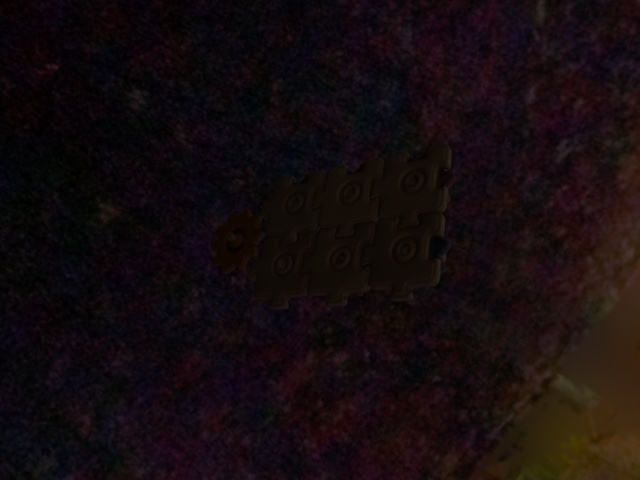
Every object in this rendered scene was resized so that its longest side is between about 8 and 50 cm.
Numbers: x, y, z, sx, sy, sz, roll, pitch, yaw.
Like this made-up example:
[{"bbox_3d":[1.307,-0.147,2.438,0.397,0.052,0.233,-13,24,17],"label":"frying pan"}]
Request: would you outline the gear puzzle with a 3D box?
[{"bbox_3d":[0.000,0.000,0.822,0.044,0.339,0.175,34,57,-46],"label":"gear puzzle"}]
